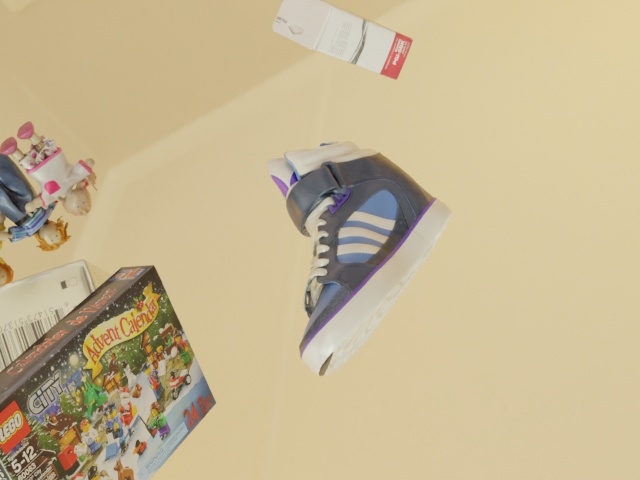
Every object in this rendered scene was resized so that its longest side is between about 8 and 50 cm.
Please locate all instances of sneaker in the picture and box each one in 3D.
[{"bbox_3d":[0.000,-0.001,1.327,0.323,0.236,0.130,-48,167,-36],"label":"sneaker"}]

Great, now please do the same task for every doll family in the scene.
[{"bbox_3d":[-0.406,-0.027,1.337,0.263,0.163,0.118,-45,-147,-14],"label":"doll family"}]

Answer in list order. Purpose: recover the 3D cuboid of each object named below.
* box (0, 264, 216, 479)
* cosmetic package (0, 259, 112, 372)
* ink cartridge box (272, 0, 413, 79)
[{"bbox_3d":[-0.195,0.149,0.910,0.044,0.159,0.233,-4,-152,34],"label":"box"},{"bbox_3d":[-0.273,0.120,1.146,0.153,0.129,0.296,-20,172,-1],"label":"cosmetic package"},{"bbox_3d":[0.026,-0.246,1.245,0.099,0.135,0.056,36,-72,46],"label":"ink cartridge box"}]
